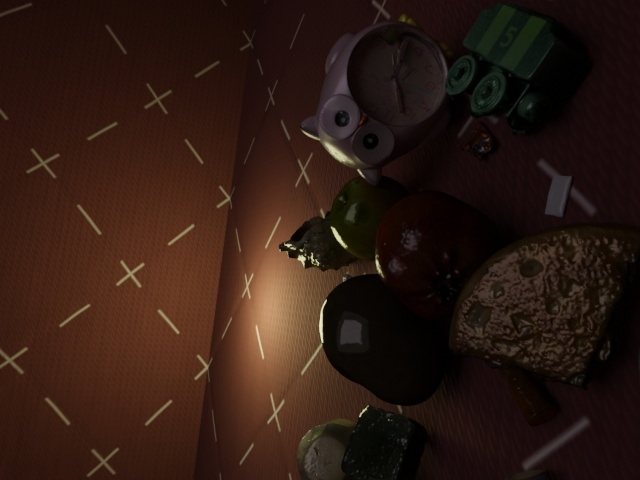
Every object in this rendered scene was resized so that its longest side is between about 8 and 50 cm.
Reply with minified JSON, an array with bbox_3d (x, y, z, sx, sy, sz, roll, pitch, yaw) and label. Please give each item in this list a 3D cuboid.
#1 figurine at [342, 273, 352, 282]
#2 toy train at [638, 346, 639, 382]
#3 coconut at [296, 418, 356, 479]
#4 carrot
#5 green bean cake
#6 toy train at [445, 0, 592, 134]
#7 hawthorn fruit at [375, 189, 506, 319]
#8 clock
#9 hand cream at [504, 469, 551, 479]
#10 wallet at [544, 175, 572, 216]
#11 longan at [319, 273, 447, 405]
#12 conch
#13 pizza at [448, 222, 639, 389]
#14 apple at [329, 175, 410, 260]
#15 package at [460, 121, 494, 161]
[{"bbox_3d":[0.123,0.197,1.473,0.240,0.115,0.175,-62,31,18],"label":"figurine"},{"bbox_3d":[0.528,0.258,0.764,0.055,0.048,0.252,-26,58,54],"label":"toy train"},{"bbox_3d":[0.046,0.610,1.398,0.202,0.222,0.202,-5,72,16],"label":"coconut"},{"bbox_3d":[0.392,0.273,1.008,0.061,0.061,0.210,-64,29,28],"label":"carrot"},{"bbox_3d":[0.160,0.525,1.240,0.185,0.094,0.184,0,58,45],"label":"green bean cake"},{"bbox_3d":[0.410,-0.372,1.071,0.238,0.166,0.299,-60,35,24],"label":"toy train"},{"bbox_3d":[0.265,0.010,1.123,0.330,0.287,0.287,-83,18,-57],"label":"hawthorn fruit"},{"bbox_3d":[0.152,-0.364,1.328,0.377,0.368,0.250,-53,3,-5],"label":"clock"},{"bbox_3d":[0.413,0.544,0.875,0.133,0.083,0.248,-40,59,52],"label":"hand cream"},{"bbox_3d":[0.481,-0.090,1.000,0.044,0.011,0.083,21,100,62],"label":"wallet"},{"bbox_3d":[0.154,0.244,1.229,0.350,0.288,0.289,41,122,25],"label":"longan"},{"bbox_3d":[0.001,0.011,1.666,0.324,0.263,0.186,-53,-43,-73],"label":"conch"},{"bbox_3d":[0.413,0.123,0.892,0.409,0.114,0.278,-47,67,29],"label":"pizza"},{"bbox_3d":[0.140,-0.067,1.407,0.246,0.226,0.246,-35,49,53],"label":"apple"},{"bbox_3d":[0.383,-0.238,1.208,0.111,0.033,0.077,-107,28,-48],"label":"package"}]
